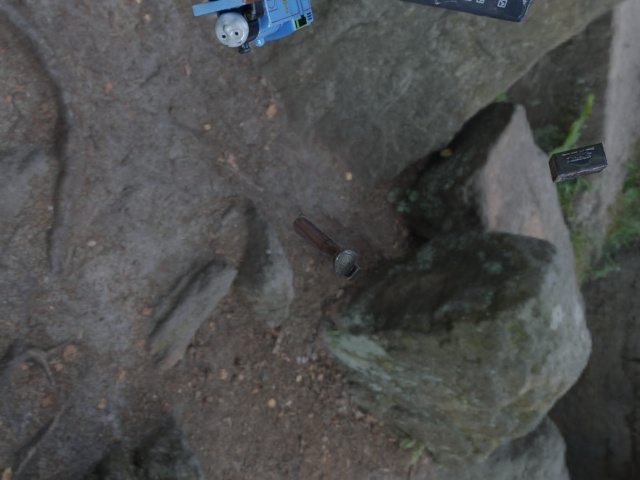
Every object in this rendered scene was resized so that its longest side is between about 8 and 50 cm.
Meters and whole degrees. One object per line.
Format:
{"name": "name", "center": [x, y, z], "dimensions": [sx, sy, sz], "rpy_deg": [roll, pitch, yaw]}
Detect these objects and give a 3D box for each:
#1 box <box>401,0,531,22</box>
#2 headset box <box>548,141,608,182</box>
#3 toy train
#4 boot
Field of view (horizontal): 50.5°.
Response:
{"name": "box", "center": [0.123, -0.504, 0.912], "dimensions": [0.212, 0.395, 0.294], "rpy_deg": [-90, -169, -47]}
{"name": "headset box", "center": [0.330, -0.099, 0.871], "dimensions": [0.083, 0.062, 0.032], "rpy_deg": [8, 70, -74]}
{"name": "toy train", "center": [-0.073, -0.272, 0.757], "dimensions": [0.184, 0.080, 0.105], "rpy_deg": [-51, 130, -57]}
{"name": "boot", "center": [0.000, 0.000, 0.875], "dimensions": [0.037, 0.114, 0.106], "rpy_deg": [-43, 159, -5]}
